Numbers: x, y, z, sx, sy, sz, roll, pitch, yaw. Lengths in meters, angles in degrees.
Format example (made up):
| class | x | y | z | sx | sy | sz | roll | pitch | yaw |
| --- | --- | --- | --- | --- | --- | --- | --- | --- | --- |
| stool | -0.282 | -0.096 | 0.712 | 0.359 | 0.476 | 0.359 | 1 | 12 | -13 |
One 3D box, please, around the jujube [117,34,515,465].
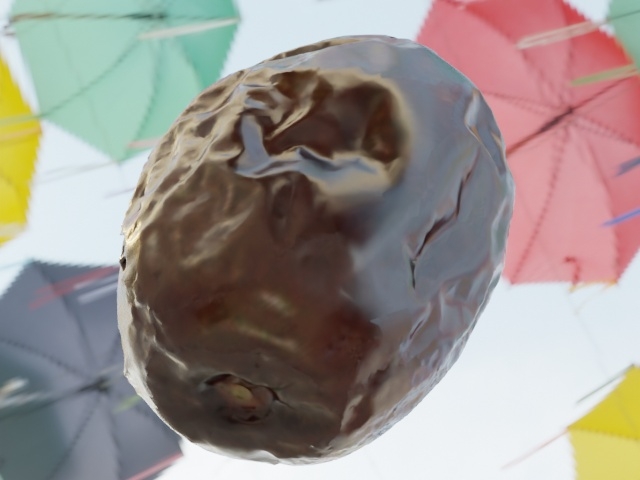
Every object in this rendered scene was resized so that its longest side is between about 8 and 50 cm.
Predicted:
| class | x | y | z | sx | sy | sz | roll | pitch | yaw |
| --- | --- | --- | --- | --- | --- | --- | --- | --- | --- |
| jujube | 0.000 | 0.000 | 0.876 | 0.183 | 0.243 | 0.183 | 11 | -45 | 11 |
